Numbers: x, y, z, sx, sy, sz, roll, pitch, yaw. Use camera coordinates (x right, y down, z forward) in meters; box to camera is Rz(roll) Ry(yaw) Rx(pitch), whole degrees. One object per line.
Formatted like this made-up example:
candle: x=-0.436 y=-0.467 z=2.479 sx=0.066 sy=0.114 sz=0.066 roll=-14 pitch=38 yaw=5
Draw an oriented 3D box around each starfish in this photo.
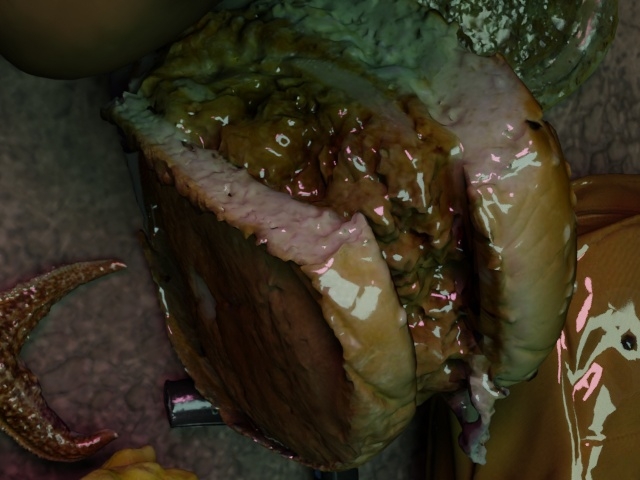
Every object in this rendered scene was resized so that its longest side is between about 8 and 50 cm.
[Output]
starfish: x=-0.229 y=0.079 z=0.704 sx=0.238 sy=0.057 sz=0.213 roll=-45 pitch=106 yaw=-16

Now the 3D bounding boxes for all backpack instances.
backpack: x=0.244 y=0.135 z=0.858 sx=0.354 sy=0.201 sz=0.377 roll=-6 pitch=103 yaw=-29

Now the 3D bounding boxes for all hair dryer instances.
hair dryer: x=-0.016 y=0.184 z=0.825 sx=0.196 sy=0.075 sz=0.219 roll=-6 pitch=108 yaw=-14

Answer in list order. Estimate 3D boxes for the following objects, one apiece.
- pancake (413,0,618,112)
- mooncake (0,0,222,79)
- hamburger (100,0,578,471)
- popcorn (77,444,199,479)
pancake: x=0.142 y=-0.209 z=0.848 sx=0.254 sy=0.037 sz=0.253 roll=-3 pitch=98 yaw=-24
mooncake: x=-0.027 y=-0.295 z=0.535 sx=0.467 sy=0.467 sz=0.262 roll=-39 pitch=113 yaw=-15
hamburger: x=0.000 y=0.000 z=0.676 sx=0.195 sy=0.318 sz=0.276 roll=-31 pitch=138 yaw=-21
popcorn: x=-0.178 y=0.251 z=0.662 sx=0.286 sy=0.225 sz=0.173 roll=-31 pitch=77 yaw=-16
